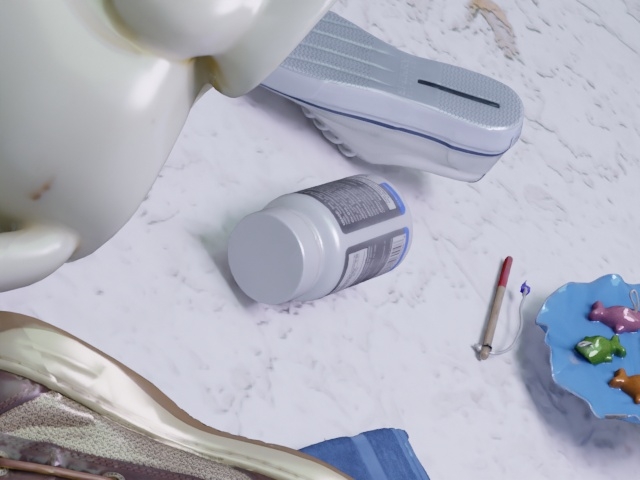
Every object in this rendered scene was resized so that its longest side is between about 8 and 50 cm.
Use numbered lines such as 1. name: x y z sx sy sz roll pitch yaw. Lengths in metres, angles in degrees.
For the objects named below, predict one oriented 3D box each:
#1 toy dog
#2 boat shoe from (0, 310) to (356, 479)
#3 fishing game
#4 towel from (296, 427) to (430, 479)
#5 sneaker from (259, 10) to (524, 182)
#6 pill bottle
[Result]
1. toy dog: -0.232 -0.200 1.071 0.408 0.284 0.395 44 71 -12
2. boat shoe: -0.079 0.170 0.994 0.342 0.123 0.123 34 51 -22
3. fishing game: 0.261 0.084 1.411 0.264 0.041 0.189 17 38 5
4. towel: 0.025 0.162 1.181 0.119 0.029 0.067 -3 60 -50
5. sneaker: 0.028 -0.107 1.391 0.258 0.091 0.094 22 44 -3
6. pill bottle: 0.000 0.000 1.261 0.137 0.078 0.078 -17 72 -54
